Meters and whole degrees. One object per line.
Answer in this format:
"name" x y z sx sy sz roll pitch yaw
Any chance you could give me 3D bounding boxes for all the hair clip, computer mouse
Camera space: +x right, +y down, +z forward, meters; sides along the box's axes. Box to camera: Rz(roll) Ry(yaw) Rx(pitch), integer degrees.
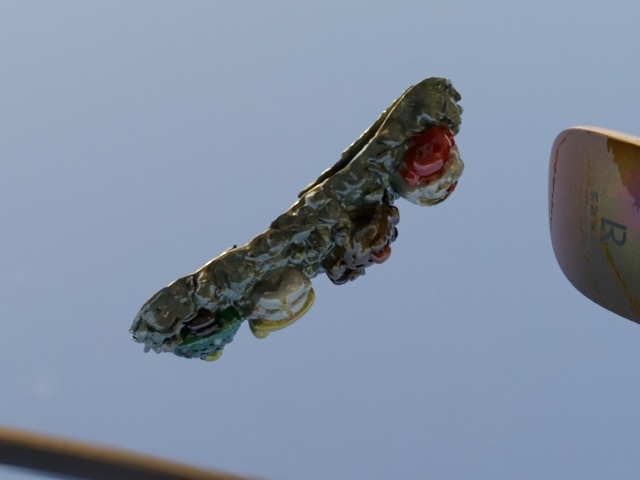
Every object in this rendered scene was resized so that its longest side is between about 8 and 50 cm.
"hair clip" 0.000 0.002 1.418 0.321 0.138 0.091 -41 -99 -3
"computer mouse" 0.300 -0.002 1.457 0.072 0.158 0.310 -22 -150 -39
